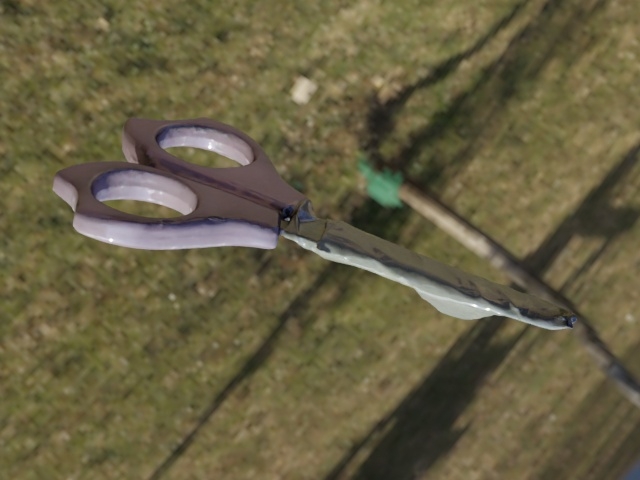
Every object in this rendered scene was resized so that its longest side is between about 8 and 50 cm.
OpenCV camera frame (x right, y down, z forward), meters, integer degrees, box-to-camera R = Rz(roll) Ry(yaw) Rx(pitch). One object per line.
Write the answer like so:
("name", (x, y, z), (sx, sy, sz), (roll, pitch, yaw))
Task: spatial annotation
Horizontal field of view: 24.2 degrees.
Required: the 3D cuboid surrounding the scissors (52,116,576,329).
("scissors", (0.000, -0.001, 0.599), (0.110, 0.212, 0.021), (-49, 156, -55))
